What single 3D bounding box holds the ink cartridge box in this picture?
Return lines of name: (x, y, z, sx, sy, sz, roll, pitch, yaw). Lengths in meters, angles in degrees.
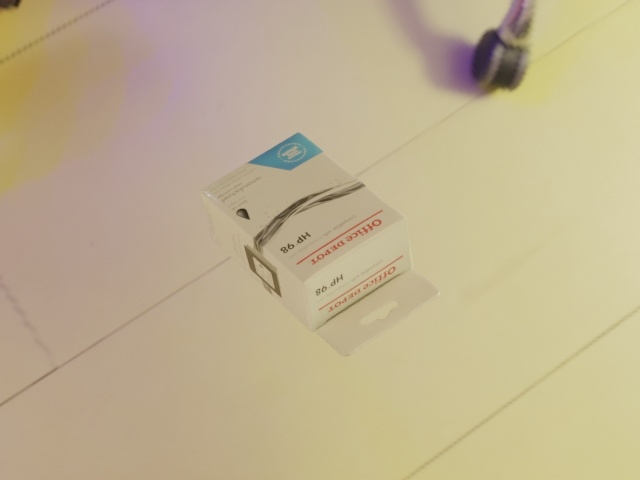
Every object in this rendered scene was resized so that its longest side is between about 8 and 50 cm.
ink cartridge box: (0.000, 0.000, 1.306, 0.104, 0.060, 0.180, -33, 49, -21)
